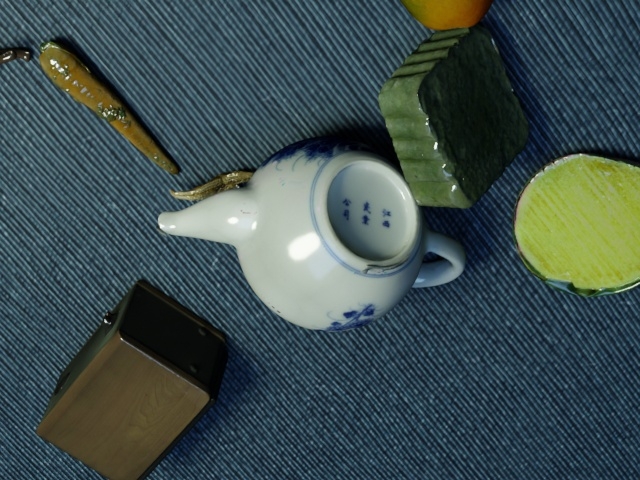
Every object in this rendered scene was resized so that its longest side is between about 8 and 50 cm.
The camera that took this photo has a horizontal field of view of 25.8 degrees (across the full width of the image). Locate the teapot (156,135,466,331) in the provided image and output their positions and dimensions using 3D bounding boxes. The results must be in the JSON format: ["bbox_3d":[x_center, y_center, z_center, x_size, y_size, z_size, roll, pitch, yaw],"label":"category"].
[{"bbox_3d":[0.000,0.000,1.827,0.424,0.252,0.280,12,159,-26],"label":"teapot"}]

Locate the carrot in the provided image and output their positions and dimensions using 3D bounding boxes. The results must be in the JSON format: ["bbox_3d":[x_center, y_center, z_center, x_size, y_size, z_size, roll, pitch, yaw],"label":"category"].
[{"bbox_3d":[-0.279,-0.172,1.861,0.049,0.049,0.254,-36,115,24],"label":"carrot"}]

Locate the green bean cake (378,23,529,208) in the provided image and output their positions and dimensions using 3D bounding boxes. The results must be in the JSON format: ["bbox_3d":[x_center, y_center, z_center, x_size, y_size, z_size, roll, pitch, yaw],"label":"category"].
[{"bbox_3d":[0.163,-0.156,1.734,0.094,0.183,0.185,4,127,41],"label":"green bean cake"}]

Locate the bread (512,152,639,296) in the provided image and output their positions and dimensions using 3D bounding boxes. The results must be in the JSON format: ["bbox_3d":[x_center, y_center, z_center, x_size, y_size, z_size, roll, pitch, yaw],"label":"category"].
[{"bbox_3d":[0.370,-0.024,1.875,0.228,0.033,0.228,4,121,6],"label":"bread"}]

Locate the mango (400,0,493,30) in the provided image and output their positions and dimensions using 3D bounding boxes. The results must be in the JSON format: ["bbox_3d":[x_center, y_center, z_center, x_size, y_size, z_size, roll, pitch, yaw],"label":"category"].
[{"bbox_3d":[0.139,-0.367,1.620,0.146,0.129,0.289,17,150,19],"label":"mango"}]

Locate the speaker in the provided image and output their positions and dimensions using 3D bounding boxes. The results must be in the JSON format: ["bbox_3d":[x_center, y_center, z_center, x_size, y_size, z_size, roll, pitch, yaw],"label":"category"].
[{"bbox_3d":[-0.271,0.210,2.015,0.192,0.153,0.231,34,118,-14],"label":"speaker"}]

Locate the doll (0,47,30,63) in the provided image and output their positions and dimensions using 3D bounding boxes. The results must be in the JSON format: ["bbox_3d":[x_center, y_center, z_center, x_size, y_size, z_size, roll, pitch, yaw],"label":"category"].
[{"bbox_3d":[-0.472,-0.251,1.827,0.165,0.057,0.139,-20,119,22],"label":"doll"}]

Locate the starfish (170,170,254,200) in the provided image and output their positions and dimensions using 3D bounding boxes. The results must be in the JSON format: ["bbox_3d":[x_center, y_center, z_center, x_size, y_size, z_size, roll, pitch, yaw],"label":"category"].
[{"bbox_3d":[-0.122,-0.070,1.900,0.130,0.041,0.133,-33,138,28],"label":"starfish"}]
